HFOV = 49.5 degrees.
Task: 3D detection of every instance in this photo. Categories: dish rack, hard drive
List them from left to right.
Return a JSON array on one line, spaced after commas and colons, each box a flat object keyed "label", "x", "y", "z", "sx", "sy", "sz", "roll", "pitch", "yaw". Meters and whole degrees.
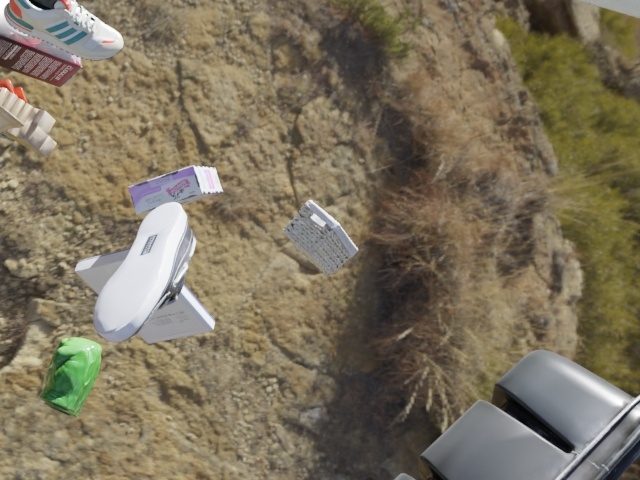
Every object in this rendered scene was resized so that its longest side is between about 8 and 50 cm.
[{"label": "hard drive", "x": -0.437, "y": 0.144, "z": 1.759, "sx": 0.040, "sy": 0.210, "sz": 0.318, "roll": -85, "pitch": 154, "yaw": -43}, {"label": "dish rack", "x": 0.070, "y": 0.188, "z": 0.382, "sx": 0.208, "sy": 0.074, "sz": 0.271, "roll": -36, "pitch": 145, "yaw": -20}]

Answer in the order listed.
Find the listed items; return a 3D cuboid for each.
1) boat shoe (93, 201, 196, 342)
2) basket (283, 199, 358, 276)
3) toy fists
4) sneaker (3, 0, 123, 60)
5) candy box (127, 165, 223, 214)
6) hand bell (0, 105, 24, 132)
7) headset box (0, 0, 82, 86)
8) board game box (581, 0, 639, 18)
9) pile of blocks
[{"label": "boat shoe", "x": -0.271, "y": 0.065, "z": 1.132, "sx": 0.301, "sy": 0.108, "sz": 0.102, "roll": -83, "pitch": 153, "yaw": -51}, {"label": "basket", "x": 0.000, "y": 0.000, "z": 1.662, "sx": 0.103, "sy": 0.113, "sz": 0.167, "roll": -47, "pitch": 149, "yaw": -4}, {"label": "toy fists", "x": -0.516, "y": 0.278, "z": 1.436, "sx": 0.096, "sy": 0.279, "sz": 0.142, "roll": 26, "pitch": 66, "yaw": -7}, {"label": "sneaker", "x": -0.345, "y": -0.304, "z": 0.955, "sx": 0.161, "sy": 0.075, "sz": 0.057, "roll": 16, "pitch": 61, "yaw": -29}, {"label": "candy box", "x": -0.338, "y": -0.120, "z": 1.643, "sx": 0.196, "sy": 0.165, "sz": 0.070, "roll": -44, "pitch": 117, "yaw": -83}, {"label": "hand bell", "x": -0.647, "y": -0.150, "z": 1.206, "sx": 0.126, "sy": 0.126, "sz": 0.242, "roll": 41, "pitch": 81, "yaw": -27}, {"label": "headset box", "x": -0.720, "y": -0.524, "z": 1.695, "sx": 0.293, "sy": 0.110, "sz": 0.218, "roll": 15, "pitch": 57, "yaw": -49}, {"label": "board game box", "x": 0.387, "y": -0.335, "z": 0.795, "sx": 0.305, "sy": 0.053, "sz": 0.193, "roll": 16, "pitch": 61, "yaw": -2}, {"label": "pile of blocks", "x": -0.771, "y": -0.332, "z": 1.599, "sx": 0.362, "sy": 0.149, "sz": 0.112, "roll": 34, "pitch": 71, "yaw": -32}]
